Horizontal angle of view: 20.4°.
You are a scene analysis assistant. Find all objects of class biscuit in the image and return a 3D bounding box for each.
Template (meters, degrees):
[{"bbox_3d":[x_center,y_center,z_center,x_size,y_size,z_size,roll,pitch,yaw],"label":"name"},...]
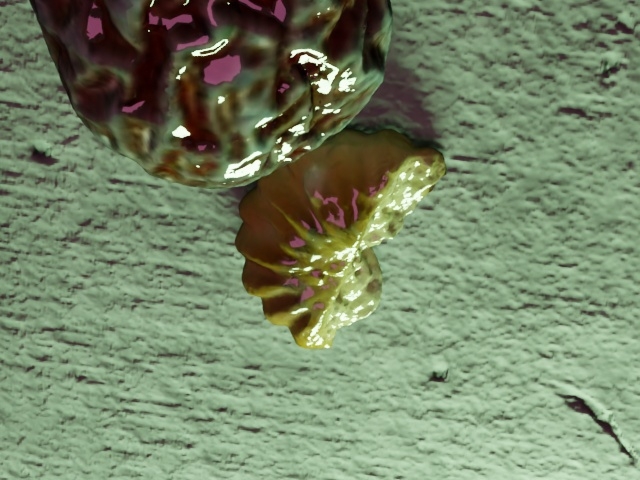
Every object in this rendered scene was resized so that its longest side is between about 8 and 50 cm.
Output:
[{"bbox_3d":[0.000,0.000,1.195,0.118,0.061,0.183,22,126,-6],"label":"biscuit"}]

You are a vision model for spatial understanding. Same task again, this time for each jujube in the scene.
[{"bbox_3d":[-0.058,-0.187,0.962,0.226,0.226,0.317,8,128,2],"label":"jujube"}]
